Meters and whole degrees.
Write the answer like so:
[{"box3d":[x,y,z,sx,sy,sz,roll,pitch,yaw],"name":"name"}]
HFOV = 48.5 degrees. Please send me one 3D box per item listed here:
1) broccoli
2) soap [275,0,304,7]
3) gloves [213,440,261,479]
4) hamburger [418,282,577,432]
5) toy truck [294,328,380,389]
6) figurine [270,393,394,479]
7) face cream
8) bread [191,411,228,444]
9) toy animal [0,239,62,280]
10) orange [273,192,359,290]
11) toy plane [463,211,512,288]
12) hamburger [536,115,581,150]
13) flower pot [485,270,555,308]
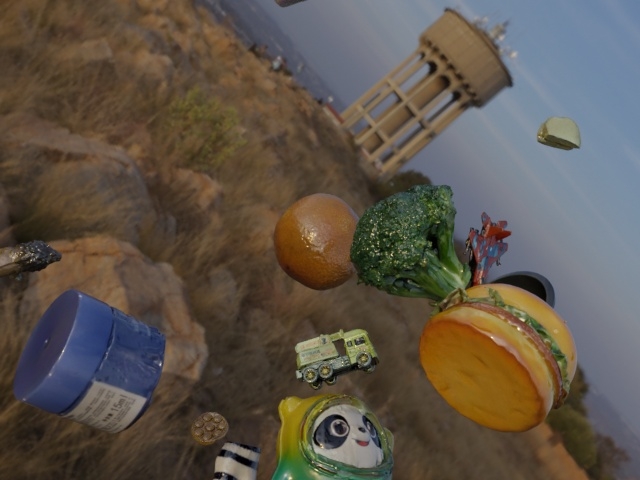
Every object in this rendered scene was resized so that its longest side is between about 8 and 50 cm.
[{"box3d":[0.189,0.014,1.402,0.245,0.265,0.294,42,18,-5],"name":"broccoli"},{"box3d":[0.094,-0.381,0.777,0.346,0.208,0.115,3,-48,51],"name":"soap"},{"box3d":[-0.196,0.523,1.447,0.131,0.219,0.140,23,-19,-28],"name":"gloves"},{"box3d":[0.281,0.169,1.114,0.246,0.170,0.246,32,-37,29],"name":"hamburger"},{"box3d":[0.028,0.232,1.443,0.077,0.168,0.100,63,9,-65],"name":"toy truck"},{"box3d":[0.029,0.455,1.356,0.323,0.231,0.340,12,48,-31],"name":"figurine"},{"box3d":[-0.480,0.257,1.494,0.225,0.249,0.249,34,16,-33],"name":"face cream"},{"box3d":[-0.326,0.552,2.090,0.110,0.110,0.024,-121,-154,-45],"name":"bread"},{"box3d":[-0.524,0.053,1.126,0.069,0.219,0.086,64,-17,-12],"name":"toy animal"},{"box3d":[0.000,0.000,1.916,0.264,0.264,0.264,49,9,-10],"name":"orange"},{"box3d":[0.313,0.043,1.396,0.130,0.189,0.061,16,9,-42],"name":"toy plane"},{"box3d":[0.656,-0.298,1.939,0.121,0.084,0.054,17,-24,-6],"name":"hamburger"},{"box3d":[0.511,0.225,1.846,0.166,0.269,0.269,49,9,-26],"name":"flower pot"}]
